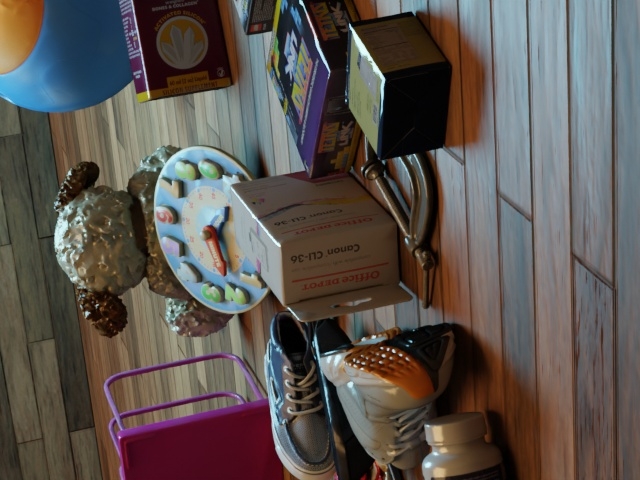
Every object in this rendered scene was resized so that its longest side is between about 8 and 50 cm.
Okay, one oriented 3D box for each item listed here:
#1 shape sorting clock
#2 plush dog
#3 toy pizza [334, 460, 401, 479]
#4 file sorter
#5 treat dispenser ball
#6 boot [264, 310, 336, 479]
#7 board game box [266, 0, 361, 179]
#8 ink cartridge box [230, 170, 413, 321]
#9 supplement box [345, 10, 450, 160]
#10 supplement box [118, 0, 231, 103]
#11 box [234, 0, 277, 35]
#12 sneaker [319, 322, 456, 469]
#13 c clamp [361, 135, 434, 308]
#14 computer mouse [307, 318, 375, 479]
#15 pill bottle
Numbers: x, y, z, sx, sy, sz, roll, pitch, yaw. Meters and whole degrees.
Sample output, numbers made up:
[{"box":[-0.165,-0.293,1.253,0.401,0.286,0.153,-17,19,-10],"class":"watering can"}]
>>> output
[{"box":[-0.127,-0.011,2.021,0.206,0.040,0.206,16,116,35],"class":"shape sorting clock"},{"box":[-0.225,-0.002,2.167,0.210,0.225,0.262,135,122,-72],"class":"plush dog"},{"box":[0.047,0.271,1.760,0.201,0.032,0.201,168,90,-75],"class":"toy pizza"},{"box":[-0.167,0.318,2.249,0.182,0.202,0.291,-127,29,-60],"class":"file sorter"},{"box":[-0.356,-0.316,2.293,0.288,0.288,0.288,168,90,-75],"class":"treat dispenser ball"},{"box":[-0.025,0.170,1.871,0.086,0.069,0.190,93,161,-47],"class":"boot"},{"box":[-0.002,-0.163,1.589,0.170,0.048,0.141,102,153,-56],"class":"board game box"},{"box":[0.000,0.000,1.574,0.198,0.115,0.067,-131,33,-59],"class":"ink cartridge box"},{"box":[0.061,-0.125,1.372,0.083,0.056,0.083,-117,22,-44],"class":"supplement box"},{"box":[-0.180,-0.266,2.041,0.081,0.104,0.188,-175,74,-73],"class":"supplement box"},{"box":[-0.064,-0.313,1.719,0.207,0.036,0.114,107,148,-60],"class":"box"},{"box":[0.074,0.142,1.486,0.262,0.099,0.121,163,88,-82],"class":"sneaker"},{"box":[0.066,-0.041,1.482,0.137,0.022,0.161,96,156,-49],"class":"c clamp"},{"box":[0.024,0.105,1.683,0.262,0.060,0.184,-104,6,-56],"class":"computer mouse"},{"box":[0.120,0.203,1.385,0.067,0.067,0.120,177,82,-75],"class":"pill bottle"}]
